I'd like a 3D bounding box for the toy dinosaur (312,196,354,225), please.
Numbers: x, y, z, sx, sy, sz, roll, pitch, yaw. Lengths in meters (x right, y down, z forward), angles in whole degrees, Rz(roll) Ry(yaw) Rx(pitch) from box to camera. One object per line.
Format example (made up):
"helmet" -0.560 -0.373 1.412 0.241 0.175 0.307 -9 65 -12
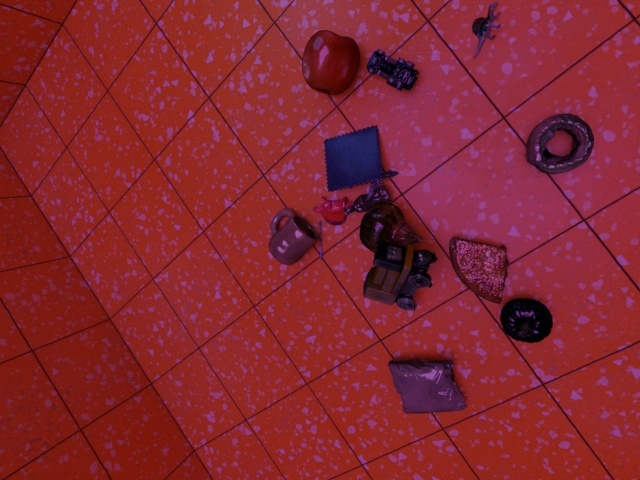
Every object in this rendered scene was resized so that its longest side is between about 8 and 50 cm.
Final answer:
"toy dinosaur" 0.103 -0.133 1.914 0.285 0.070 0.139 0 111 13

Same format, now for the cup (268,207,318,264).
"cup" -0.162 -0.026 1.975 0.255 0.173 0.202 48 112 7

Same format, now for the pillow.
"pillow" 0.485 0.666 1.857 0.309 0.138 0.284 -11 104 26

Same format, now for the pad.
"pad" 0.141 -0.363 1.825 0.268 0.012 0.270 -12 74 23

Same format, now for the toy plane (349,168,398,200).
"toy plane" 0.229 -0.279 1.806 0.226 0.058 0.226 -12 65 19

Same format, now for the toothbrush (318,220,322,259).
"toothbrush" 0.000 0.000 1.998 0.013 0.019 0.193 2 102 22

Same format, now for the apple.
"apple" 0.039 -0.741 1.727 0.242 0.242 0.241 22 114 18

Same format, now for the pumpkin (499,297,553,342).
"pumpkin" 0.827 0.320 1.650 0.194 0.150 0.194 0 99 0

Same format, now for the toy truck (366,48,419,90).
"toy truck" 0.303 -0.696 1.695 0.216 0.116 0.110 35 110 21

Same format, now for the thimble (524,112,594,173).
"thimble" 0.867 -0.349 1.501 0.218 0.150 0.219 4 101 21

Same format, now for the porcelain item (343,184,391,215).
"porcelain item" 0.201 -0.172 1.821 0.215 0.069 0.081 -22 86 7

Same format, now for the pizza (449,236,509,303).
"pizza" 0.678 0.103 1.700 0.226 0.086 0.336 -39 86 19

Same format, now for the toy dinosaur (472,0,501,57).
"toy dinosaur" 0.627 -0.816 1.579 0.106 0.044 0.187 54 127 20

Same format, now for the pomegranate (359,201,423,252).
"pomegranate" 0.304 -0.050 1.754 0.276 0.204 0.222 -4 130 25

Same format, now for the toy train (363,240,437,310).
"toy train" 0.327 0.150 1.730 0.253 0.160 0.397 17 145 6
